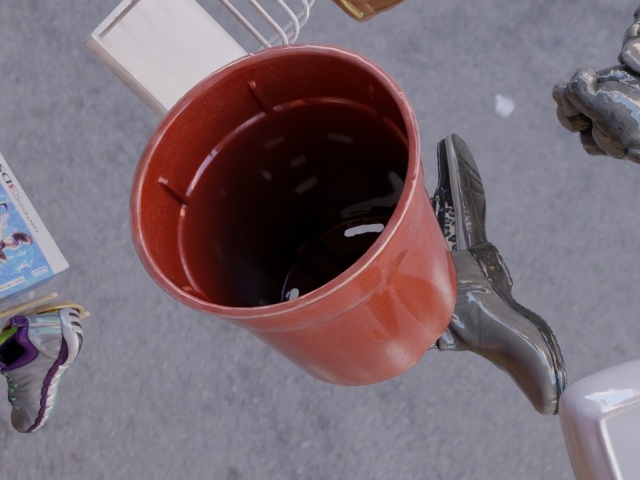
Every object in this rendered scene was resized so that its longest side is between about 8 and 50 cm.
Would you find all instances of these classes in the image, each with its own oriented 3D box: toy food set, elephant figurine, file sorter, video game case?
[{"bbox_3d":[-0.407,0.127,1.874,0.132,0.192,0.038,-20,76,2],"label":"toy food set"},{"bbox_3d":[0.459,-0.230,1.802,0.239,0.169,0.186,-37,89,-10],"label":"elephant figurine"},{"bbox_3d":[-0.136,-0.284,1.638,0.193,0.173,0.277,45,28,-14],"label":"file sorter"},{"bbox_3d":[-0.497,-0.020,1.733,0.244,0.061,0.269,58,30,1],"label":"video game case"}]

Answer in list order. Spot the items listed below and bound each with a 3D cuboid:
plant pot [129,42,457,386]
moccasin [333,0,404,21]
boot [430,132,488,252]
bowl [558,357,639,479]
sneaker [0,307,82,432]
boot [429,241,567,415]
[{"bbox_3d":[0.000,0.000,1.217,0.273,0.265,0.272,-10,60,17],"label":"plant pot"},{"bbox_3d":[-0.058,-0.345,1.301,0.380,0.147,0.139,25,37,-40],"label":"moccasin"},{"bbox_3d":[0.125,-0.013,1.676,0.085,0.179,0.236,28,52,-54],"label":"boot"},{"bbox_3d":[0.265,0.160,0.984,0.142,0.053,0.142,-17,85,3],"label":"bowl"},{"bbox_3d":[-0.380,0.163,1.626,0.098,0.223,0.083,4,43,-31],"label":"sneaker"},{"bbox_3d":[0.146,0.106,1.358,0.161,0.083,0.246,-12,44,-15],"label":"boot"}]
